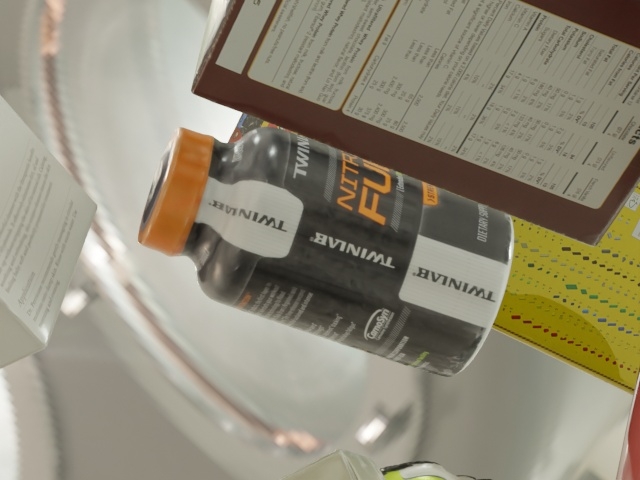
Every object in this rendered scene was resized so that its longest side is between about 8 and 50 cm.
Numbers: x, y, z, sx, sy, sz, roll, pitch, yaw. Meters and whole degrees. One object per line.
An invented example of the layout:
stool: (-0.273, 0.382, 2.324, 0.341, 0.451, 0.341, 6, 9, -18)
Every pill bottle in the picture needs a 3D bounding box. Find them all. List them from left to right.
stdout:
pill bottle: (0.000, 0.000, 1.384, 0.246, 0.130, 0.130, 18, -34, -11)

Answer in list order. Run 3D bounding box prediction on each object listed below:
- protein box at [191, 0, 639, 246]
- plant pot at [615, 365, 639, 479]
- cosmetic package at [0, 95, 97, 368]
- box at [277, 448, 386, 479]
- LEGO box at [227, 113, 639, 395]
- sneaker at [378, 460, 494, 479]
protein box: (0.069, -0.138, 0.916, 0.201, 0.199, 0.136, 21, -49, -11)
plant pot: (0.228, 0.118, 0.753, 0.275, 0.243, 0.275, 3, -52, 3)
cosmetic package: (-0.358, -0.072, 1.575, 0.155, 0.197, 0.365, -24, -60, 27)
box: (-0.076, 0.233, 1.240, 0.094, 0.275, 0.113, 64, 8, 15)
LEGO box: (0.200, -0.010, 1.993, 0.500, 0.193, 0.372, 25, 3, -28)
sneaker: (0.091, 0.275, 1.831, 0.111, 0.121, 0.300, -18, -21, 32)
